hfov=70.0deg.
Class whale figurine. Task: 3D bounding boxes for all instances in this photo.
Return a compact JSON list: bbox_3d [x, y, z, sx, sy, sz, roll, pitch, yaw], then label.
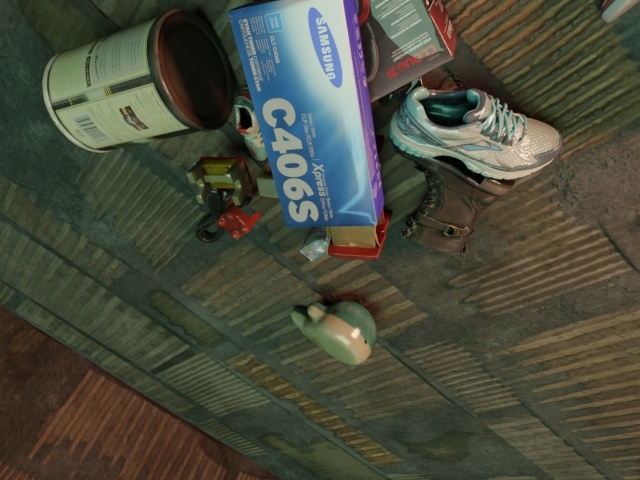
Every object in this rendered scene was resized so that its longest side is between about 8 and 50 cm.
[{"bbox_3d":[0.039,0.232,1.262,0.272,0.141,0.216,7,139,51],"label":"whale figurine"}]

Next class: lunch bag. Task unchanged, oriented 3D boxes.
[{"bbox_3d":[0.000,0.000,1.075,0.053,0.071,0.083,38,133,-18],"label":"lunch bag"}]

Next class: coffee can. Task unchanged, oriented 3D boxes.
[{"bbox_3d":[-0.331,-0.283,0.844,0.275,0.201,0.201,-4,130,25],"label":"coffee can"}]

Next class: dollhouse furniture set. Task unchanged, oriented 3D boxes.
[{"bbox_3d":[-0.052,-0.093,0.945,0.374,0.152,0.201,4,133,17],"label":"dollhouse furniture set"}]

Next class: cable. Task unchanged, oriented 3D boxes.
[{"bbox_3d":[-0.240,-0.087,1.121,0.139,0.072,0.287,8,149,-9],"label":"cable"}]

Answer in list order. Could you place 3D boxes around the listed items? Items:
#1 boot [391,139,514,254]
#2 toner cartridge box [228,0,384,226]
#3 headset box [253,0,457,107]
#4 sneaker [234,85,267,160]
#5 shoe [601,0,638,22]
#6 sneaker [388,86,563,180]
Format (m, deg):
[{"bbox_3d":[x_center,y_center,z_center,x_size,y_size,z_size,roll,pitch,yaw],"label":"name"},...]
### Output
[{"bbox_3d":[0.219,-0.078,0.900,0.263,0.091,0.229,24,135,-5],"label":"boot"},{"bbox_3d":[-0.008,-0.185,0.704,0.165,0.075,0.348,-2,123,20],"label":"toner cartridge box"},{"bbox_3d":[0.058,-0.342,0.698,0.218,0.110,0.293,-19,122,34],"label":"headset box"},{"bbox_3d":[-0.144,-0.221,0.918,0.057,0.075,0.161,8,134,14],"label":"sneaker"},{"bbox_3d":[0.406,-0.371,0.573,0.081,0.063,0.178,53,157,13],"label":"shoe"},{"bbox_3d":[0.257,-0.178,0.734,0.283,0.110,0.122,8,161,1],"label":"sneaker"}]
